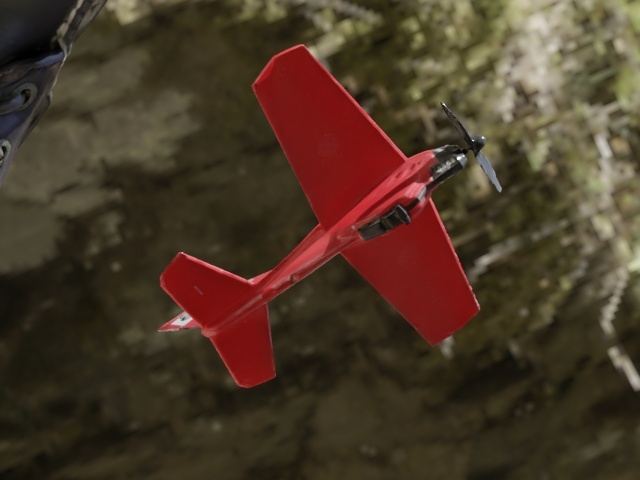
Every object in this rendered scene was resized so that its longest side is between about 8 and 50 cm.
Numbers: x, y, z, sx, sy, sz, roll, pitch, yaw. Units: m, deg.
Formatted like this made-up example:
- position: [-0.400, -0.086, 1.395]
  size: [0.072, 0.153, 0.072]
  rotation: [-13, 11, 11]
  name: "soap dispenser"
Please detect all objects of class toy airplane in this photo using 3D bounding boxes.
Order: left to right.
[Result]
- position: [0.000, 0.000, 0.778]
  size: [0.028, 0.151, 0.151]
  rotation: [-113, -173, -60]
  name: "toy airplane"

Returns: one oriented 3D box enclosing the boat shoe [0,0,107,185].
- position: [-0.140, -0.052, 0.690]
  size: [0.285, 0.103, 0.092]
  rotation: [-37, -134, 38]
  name: "boat shoe"
